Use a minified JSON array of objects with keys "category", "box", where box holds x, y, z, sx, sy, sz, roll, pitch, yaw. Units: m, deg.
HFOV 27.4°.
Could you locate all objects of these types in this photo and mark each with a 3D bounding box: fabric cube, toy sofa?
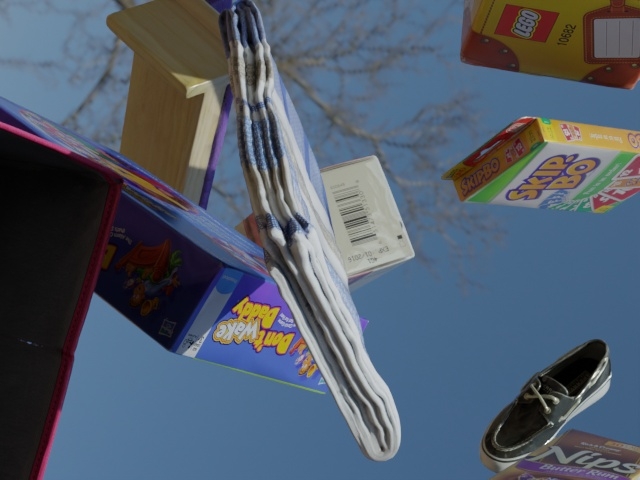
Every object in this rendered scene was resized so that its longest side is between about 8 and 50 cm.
[{"category":"fabric cube","box":[-0.327,0.029,0.821,0.258,0.254,0.259,11,-97,32]},{"category":"toy sofa","box":[-0.164,-0.119,1.585,0.177,0.150,0.362,-26,148,-36]}]

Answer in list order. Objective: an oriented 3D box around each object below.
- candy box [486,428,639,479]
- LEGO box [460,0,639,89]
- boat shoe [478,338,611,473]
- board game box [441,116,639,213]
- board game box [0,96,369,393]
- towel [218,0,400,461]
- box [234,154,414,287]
[{"category":"candy box","box":[0.241,0.239,1.249,0.109,0.186,0.053,10,-75,36]},{"category":"LEGO box","box":[0.280,-0.433,1.200,0.500,0.193,0.372,105,-7,-64]},{"category":"boat shoe","box":[0.273,0.196,1.602,0.219,0.070,0.078,-37,-127,-27]},{"category":"board game box","box":[0.253,-0.075,1.352,0.124,0.259,0.039,-39,-123,42]},{"category":"board game box","box":[-0.154,-0.003,1.136,0.347,0.233,0.078,33,-86,33]},{"category":"towel","box":[-0.008,-0.014,0.871,0.034,0.209,0.285,-20,-141,5]},{"category":"box","box":[0.000,0.000,1.766,0.126,0.149,0.232,-17,171,-29]}]
